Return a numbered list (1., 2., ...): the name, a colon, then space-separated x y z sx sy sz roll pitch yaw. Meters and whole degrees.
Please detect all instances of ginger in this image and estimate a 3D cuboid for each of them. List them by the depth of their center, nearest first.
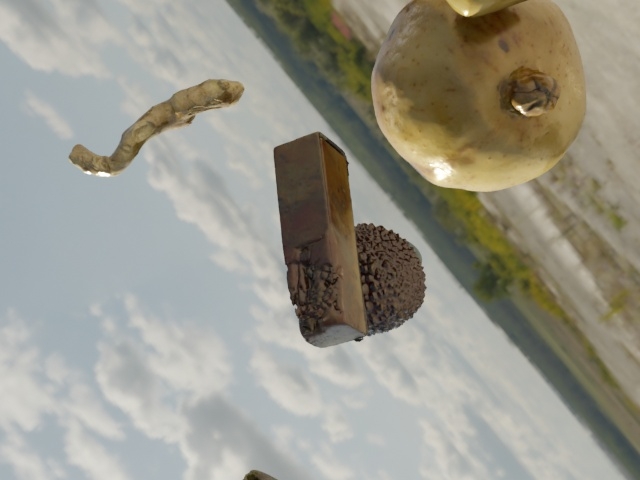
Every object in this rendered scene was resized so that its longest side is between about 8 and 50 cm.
1. ginger: -0.248 -0.176 1.623 0.075 0.288 0.089 59 177 5

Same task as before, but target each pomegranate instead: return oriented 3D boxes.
1. pomegranate: 0.283 -0.263 1.821 0.410 0.410 0.410 50 -175 -6

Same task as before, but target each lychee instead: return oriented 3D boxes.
1. lychee: 0.082 0.061 1.724 0.188 0.188 0.188 50 -175 -6

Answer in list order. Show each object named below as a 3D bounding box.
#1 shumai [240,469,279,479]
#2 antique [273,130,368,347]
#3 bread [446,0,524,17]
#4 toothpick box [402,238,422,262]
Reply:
1. shumai: -0.148 0.590 1.910 0.324 0.323 0.397 42 -172 -32
2. antique: 0.000 0.000 1.567 0.093 0.087 0.310 33 -134 -56
3. bread: 0.279 -0.432 1.615 0.147 0.217 0.098 61 161 4
4. toothpick box: 0.131 0.084 2.144 0.120 0.184 0.120 19 140 17
